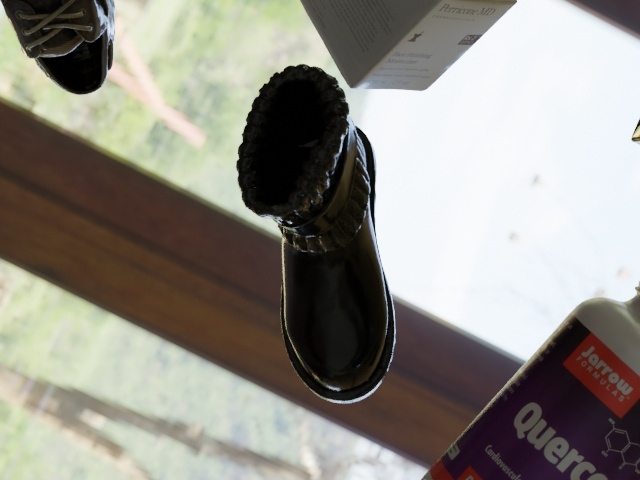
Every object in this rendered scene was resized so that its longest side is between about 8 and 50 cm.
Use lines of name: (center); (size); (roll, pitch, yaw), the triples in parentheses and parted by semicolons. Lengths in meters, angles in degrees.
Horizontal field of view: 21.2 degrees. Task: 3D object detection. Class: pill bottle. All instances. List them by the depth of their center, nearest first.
pill bottle: (0.252, 0.181, 1.593); (0.323, 0.181, 0.181); (-49, -173, 5)

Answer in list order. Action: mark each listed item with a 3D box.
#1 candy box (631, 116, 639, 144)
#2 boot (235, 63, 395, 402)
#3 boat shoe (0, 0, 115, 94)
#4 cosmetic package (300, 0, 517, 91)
candy box: (0.256, -0.103, 1.051); (0.187, 0.053, 0.109); (-166, -81, -86)
boot: (-0.004, -0.001, 1.878); (0.260, 0.131, 0.348); (47, 37, -77)
boat shoe: (-0.293, -0.273, 1.929); (0.355, 0.132, 0.130); (63, 10, -71)
cosmetic package: (0.105, -0.296, 2.084); (0.151, 0.151, 0.184); (-6, 151, -47)
